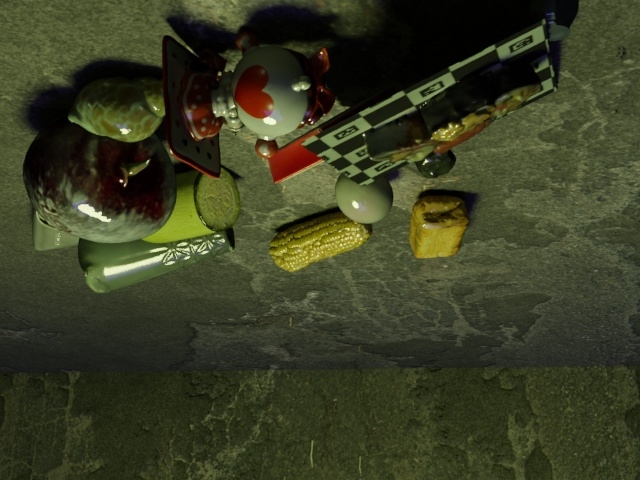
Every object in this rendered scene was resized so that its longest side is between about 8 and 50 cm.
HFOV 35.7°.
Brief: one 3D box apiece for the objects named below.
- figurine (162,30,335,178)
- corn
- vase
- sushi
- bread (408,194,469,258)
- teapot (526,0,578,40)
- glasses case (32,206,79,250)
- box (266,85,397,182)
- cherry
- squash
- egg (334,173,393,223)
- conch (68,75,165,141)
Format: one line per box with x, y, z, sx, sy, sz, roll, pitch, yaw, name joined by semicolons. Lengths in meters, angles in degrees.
-0.086;-0.211;1.404;0.226;0.184;0.160;-11;165;21;figurine
0.000;0.000;2.131;0.101;0.101;0.291;18;157;-38;corn
-0.336;0.001;2.101;0.300;0.156;0.251;-13;-163;6;vase
0.181;-0.151;1.399;0.343;0.064;0.359;-26;168;11;sushi
0.239;-0.029;2.032;0.113;0.083;0.211;-2;161;-1;bread
0.298;-0.294;1.277;0.066;0.057;0.088;-4;161;18;teapot
-0.551;-0.036;2.129;0.128;0.083;0.308;9;161;-14;glasses case
0.024;-0.161;1.506;0.123;0.050;0.229;-25;-172;40;box
-0.375;-0.107;1.697;0.255;0.218;0.296;14;172;-38;cherry
-0.287;-0.064;1.941;0.247;0.133;0.132;-9;158;35;squash
0.081;-0.086;1.854;0.103;0.103;0.135;-7;158;28;egg
-0.313;-0.211;1.557;0.173;0.106;0.116;14;-169;28;conch
